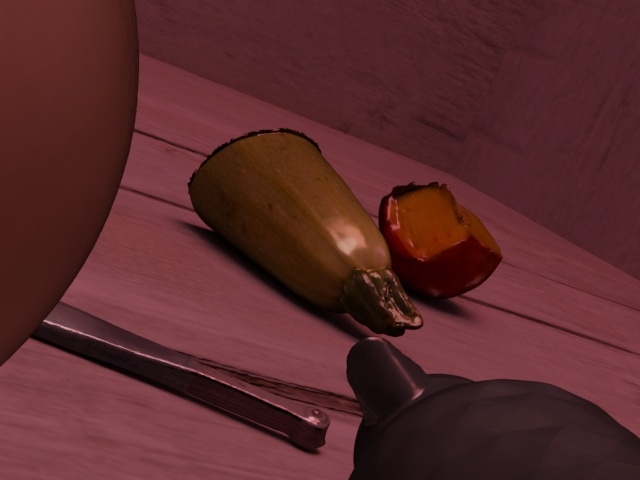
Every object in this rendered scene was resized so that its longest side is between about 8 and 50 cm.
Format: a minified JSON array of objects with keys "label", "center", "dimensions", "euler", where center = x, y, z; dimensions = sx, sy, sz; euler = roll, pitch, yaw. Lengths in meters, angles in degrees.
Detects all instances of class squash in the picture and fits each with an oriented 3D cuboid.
[{"label":"squash","center":[-0.006,-0.013,1.284],"dimensions":[0.137,0.137,0.287],"euler":[19,12,-34]}]

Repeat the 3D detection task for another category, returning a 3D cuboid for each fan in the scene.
[{"label":"fan","center":[-0.125,0.061,0.847],"dimensions":[0.282,0.023,0.057],"euler":[23,7,-2]}]

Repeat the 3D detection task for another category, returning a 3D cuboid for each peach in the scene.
[{"label":"peach","center":[0.130,0.008,1.573],"dimensions":[0.151,0.118,0.151],"euler":[13,-17,4]}]

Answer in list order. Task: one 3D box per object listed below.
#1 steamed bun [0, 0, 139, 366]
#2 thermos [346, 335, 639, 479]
[{"label":"steamed bun","center":[-0.218,-0.050,0.452],"dimensions":[0.324,0.206,0.324],"euler":[-1,39,0]},{"label":"thermos","center":[0.089,0.142,0.578],"dimensions":[0.182,0.145,0.286],"euler":[55,-1,-15]}]
